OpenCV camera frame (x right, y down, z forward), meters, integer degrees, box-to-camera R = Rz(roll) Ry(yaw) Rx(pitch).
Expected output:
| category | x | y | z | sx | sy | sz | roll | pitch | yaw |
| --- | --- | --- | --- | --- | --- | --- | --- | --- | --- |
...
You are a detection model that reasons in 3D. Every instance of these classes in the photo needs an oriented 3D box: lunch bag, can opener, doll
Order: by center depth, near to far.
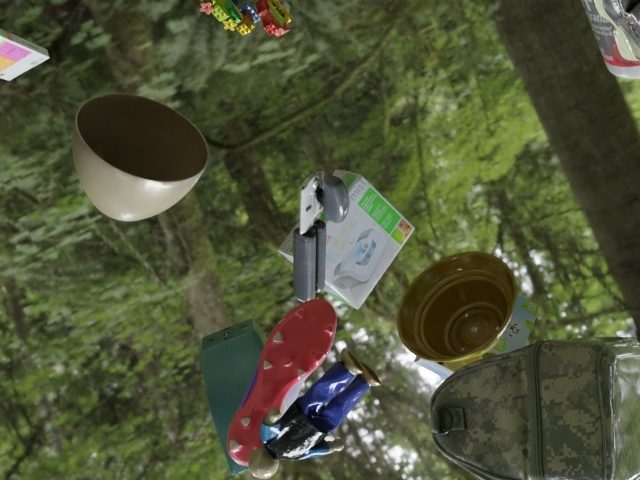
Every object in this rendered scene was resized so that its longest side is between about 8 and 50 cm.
| category | x | y | z | sx | sy | sz | roll | pitch | yaw |
| --- | --- | --- | --- | --- | --- | --- | --- | --- | --- |
| doll | -0.012 | 0.218 | 1.033 | 0.189 | 0.129 | 0.046 | -44 | -142 | 6 |
| lunch bag | 0.323 | 0.245 | 1.250 | 0.256 | 0.213 | 0.305 | -3 | 175 | 32 |
| can opener | 0.000 | 0.000 | 1.635 | 0.095 | 0.283 | 0.076 | 20 | -140 | 25 |

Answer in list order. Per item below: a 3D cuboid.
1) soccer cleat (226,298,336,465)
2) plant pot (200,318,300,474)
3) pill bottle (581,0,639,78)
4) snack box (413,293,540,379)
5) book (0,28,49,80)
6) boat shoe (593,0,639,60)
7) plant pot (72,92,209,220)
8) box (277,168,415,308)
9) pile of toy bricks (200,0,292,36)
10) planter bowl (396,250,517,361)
| category | x | y | z | sx | sy | sz | roll | pitch | yaw |
| --- | --- | --- | --- | --- | --- | --- | --- | --- | --- |
| soccer cleat | -0.056 | 0.191 | 1.188 | 0.248 | 0.083 | 0.095 | -64 | -177 | -8 |
| plant pot | -0.135 | 0.281 | 1.645 | 0.165 | 0.234 | 0.166 | -21 | -171 | -3 |
| pill bottle | 0.443 | -0.406 | 1.225 | 0.176 | 0.318 | 0.176 | -25 | -154 | 13 |
| snack box | 0.299 | 0.177 | 1.654 | 0.207 | 0.174 | 0.070 | -63 | -178 | -24 |
| book | -0.569 | -0.333 | 1.555 | 0.096 | 0.035 | 0.144 | -24 | 170 | 14 |
| boat shoe | 0.392 | -0.287 | 1.058 | 0.073 | 0.223 | 0.080 | 22 | -98 | 36 |
| plant pot | -0.405 | -0.153 | 1.855 | 0.284 | 0.284 | 0.191 | -37 | 163 | -52 |
| box | 0.064 | -0.006 | 2.173 | 0.262 | 0.231 | 0.127 | -53 | -149 | -11 |
| pile of toy bricks | -0.142 | -0.348 | 1.212 | 0.118 | 0.212 | 0.105 | -23 | -139 | 29 |
| planter bowl | 0.245 | 0.131 | 1.467 | 0.217 | 0.090 | 0.217 | -22 | -137 | 22 |
